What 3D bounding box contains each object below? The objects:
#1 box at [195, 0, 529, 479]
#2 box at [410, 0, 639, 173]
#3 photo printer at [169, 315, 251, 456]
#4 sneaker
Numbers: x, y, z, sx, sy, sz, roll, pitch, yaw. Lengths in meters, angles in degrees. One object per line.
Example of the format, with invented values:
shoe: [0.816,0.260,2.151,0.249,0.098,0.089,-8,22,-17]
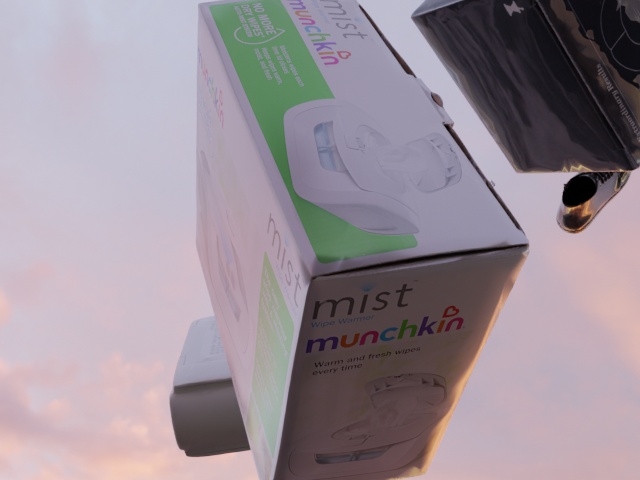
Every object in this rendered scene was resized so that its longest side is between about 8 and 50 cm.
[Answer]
box: [0.000,0.000,0.502,0.127,0.261,0.231,-8,-43,-17]
box: [0.373,-0.327,0.994,0.293,0.395,0.212,50,-21,-23]
photo printer: [-0.016,0.153,0.909,0.308,0.256,0.107,-8,-77,-3]
sneaker: [0.517,-0.121,1.352,0.083,0.222,0.118,30,-10,24]
